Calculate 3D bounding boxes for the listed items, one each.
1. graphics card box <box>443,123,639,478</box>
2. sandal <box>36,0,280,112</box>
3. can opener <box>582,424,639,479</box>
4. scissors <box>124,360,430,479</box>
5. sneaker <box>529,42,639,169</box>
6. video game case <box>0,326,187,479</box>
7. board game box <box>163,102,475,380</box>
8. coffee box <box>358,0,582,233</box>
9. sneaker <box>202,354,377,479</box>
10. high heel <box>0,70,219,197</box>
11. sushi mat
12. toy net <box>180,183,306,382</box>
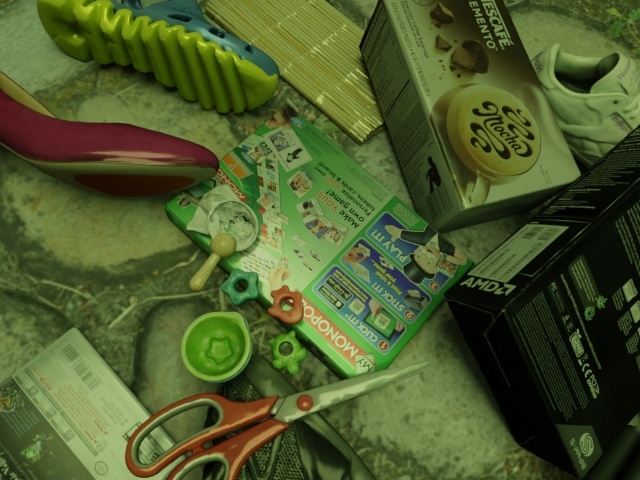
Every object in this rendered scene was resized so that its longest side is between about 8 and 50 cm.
[{"bbox_3d":[0.334,0.050,0.592,0.371,0.094,0.232,-37,111,-20],"label":"graphics card box"},{"bbox_3d":[-0.195,-0.278,0.683,0.318,0.126,0.138,24,64,0],"label":"sandal"},{"bbox_3d":[0.360,0.247,0.552,0.284,0.076,0.095,-28,88,-33],"label":"can opener"},{"bbox_3d":[-0.037,0.156,0.508,0.297,0.021,0.109,-28,64,-18],"label":"scissors"},{"bbox_3d":[0.399,-0.159,0.703,0.305,0.152,0.114,24,66,0],"label":"sneaker"},{"bbox_3d":[-0.265,0.215,0.533,0.173,0.022,0.190,-41,80,-20],"label":"video game case"},{"bbox_3d":[0.000,0.000,0.641,0.317,0.046,0.213,42,70,8],"label":"board game box"},{"bbox_3d":[0.182,-0.175,0.682,0.168,0.119,0.296,-13,77,-14],"label":"coffee box"},{"bbox_3d":[-0.031,0.237,0.525,0.227,0.087,0.130,41,71,12],"label":"sneaker"},{"bbox_3d":[-0.295,-0.152,0.595,0.378,0.127,0.181,4,78,2],"label":"high heel"},{"bbox_3d":[-0.004,-0.282,0.764,0.316,0.019,0.151,42,68,9],"label":"sushi mat"},{"bbox_3d":[-0.086,0.031,0.556,0.122,0.045,0.232,-9,67,-1],"label":"toy net"}]
